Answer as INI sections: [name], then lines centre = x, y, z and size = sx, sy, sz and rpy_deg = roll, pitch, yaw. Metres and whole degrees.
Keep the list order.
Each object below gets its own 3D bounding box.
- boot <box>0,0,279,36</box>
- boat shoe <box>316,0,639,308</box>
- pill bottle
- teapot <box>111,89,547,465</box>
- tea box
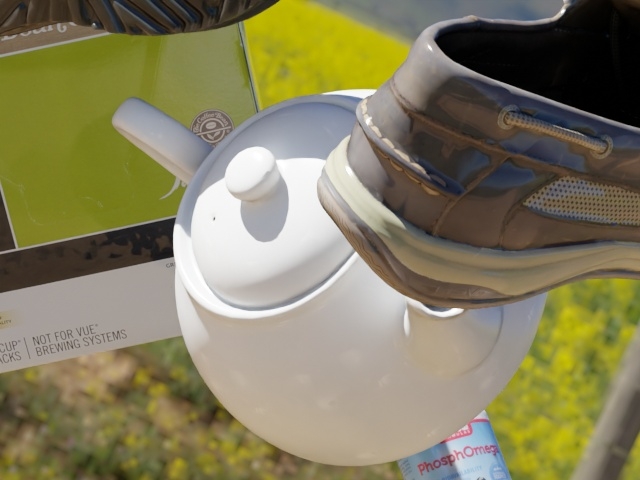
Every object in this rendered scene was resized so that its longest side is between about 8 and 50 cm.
[boot]
centre = -0.081, -0.213, 1.285
size = 0.348, 0.131, 0.260
rpy_deg = 3, 14, 39
[boat shoe]
centre = 0.163, -0.058, 0.974
size = 0.355, 0.130, 0.132
rpy_deg = -13, 50, -41
[pill bottle]
centre = 0.112, 0.192, 1.648
size = 0.087, 0.087, 0.160
rpy_deg = 15, 51, -61
[teapot]
centre = 0.000, 0.000, 1.186
size = 0.256, 0.252, 0.187
rpy_deg = -20, -39, 26
[tea box]
centre = -0.211, -0.085, 1.723
size = 0.329, 0.323, 0.220
rpy_deg = -11, 21, 0
